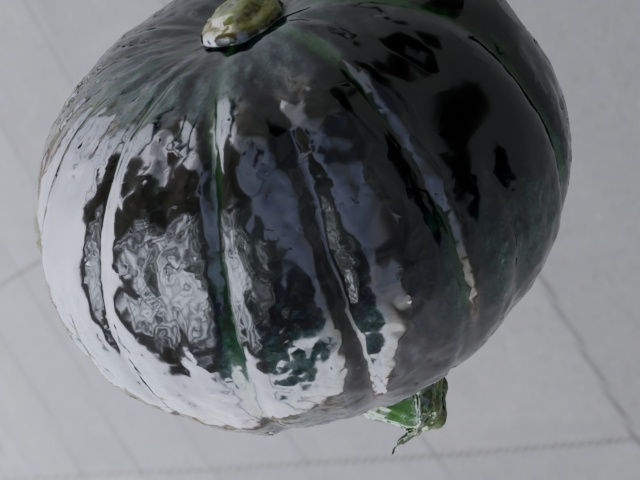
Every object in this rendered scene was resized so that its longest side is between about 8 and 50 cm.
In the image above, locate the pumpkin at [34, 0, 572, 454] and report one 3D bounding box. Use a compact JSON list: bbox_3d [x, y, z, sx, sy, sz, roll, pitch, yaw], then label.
[{"bbox_3d":[0.000,0.000,0.801,0.248,0.248,0.248,44,153,28],"label":"pumpkin"}]
